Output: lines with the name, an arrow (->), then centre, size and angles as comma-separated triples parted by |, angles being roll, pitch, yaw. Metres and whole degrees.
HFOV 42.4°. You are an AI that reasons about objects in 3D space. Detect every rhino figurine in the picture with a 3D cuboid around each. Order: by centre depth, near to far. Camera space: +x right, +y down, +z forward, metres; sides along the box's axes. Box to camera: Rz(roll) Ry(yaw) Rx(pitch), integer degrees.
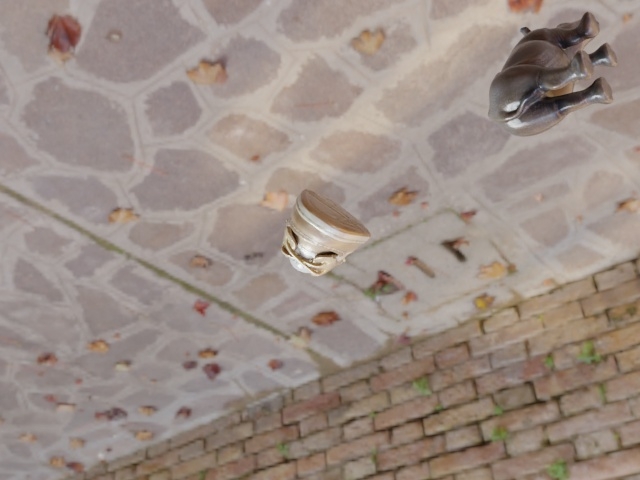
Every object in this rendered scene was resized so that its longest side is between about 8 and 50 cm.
rhino figurine -> 0.224, -0.172, 0.801 | 0.106, 0.243, 0.073 | -21, 110, 32

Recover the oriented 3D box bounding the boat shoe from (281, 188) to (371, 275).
boat shoe -> 0.000, 0.000, 0.646 | 0.059, 0.063, 0.170 | -54, 175, 5
